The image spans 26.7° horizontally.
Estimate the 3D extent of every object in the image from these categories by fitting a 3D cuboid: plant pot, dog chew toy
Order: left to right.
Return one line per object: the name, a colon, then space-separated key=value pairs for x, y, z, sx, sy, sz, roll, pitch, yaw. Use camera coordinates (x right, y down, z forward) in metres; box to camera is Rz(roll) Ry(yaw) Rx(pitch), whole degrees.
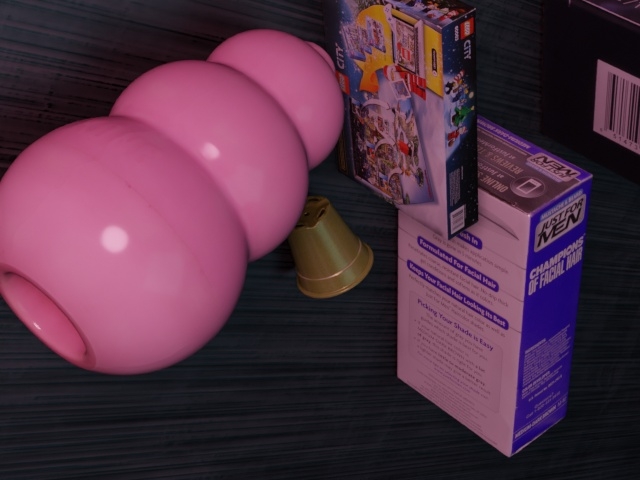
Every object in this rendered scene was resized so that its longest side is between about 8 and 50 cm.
dog chew toy: x=-0.105 y=-0.049 z=1.083 sx=0.332 sy=0.206 sz=0.206 roll=-46 pitch=142 yaw=-26
plant pot: x=0.000 y=0.000 z=1.331 sx=0.083 sy=0.083 sz=0.079 roll=-41 pitch=127 yaw=-19

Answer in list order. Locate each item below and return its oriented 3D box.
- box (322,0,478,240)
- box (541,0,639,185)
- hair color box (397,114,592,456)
box: x=0.074 y=-0.132 z=1.239 sx=0.044 sy=0.159 sz=0.233 roll=-31 pitch=136 yaw=-27
box: x=0.487 y=-0.228 z=1.511 sx=0.395 sy=0.293 sz=0.212 roll=-33 pitch=137 yaw=-28
hair color box: x=0.181 y=0.048 z=1.465 sx=0.110 sy=0.185 sz=0.339 roll=-31 pitch=136 yaw=-30
